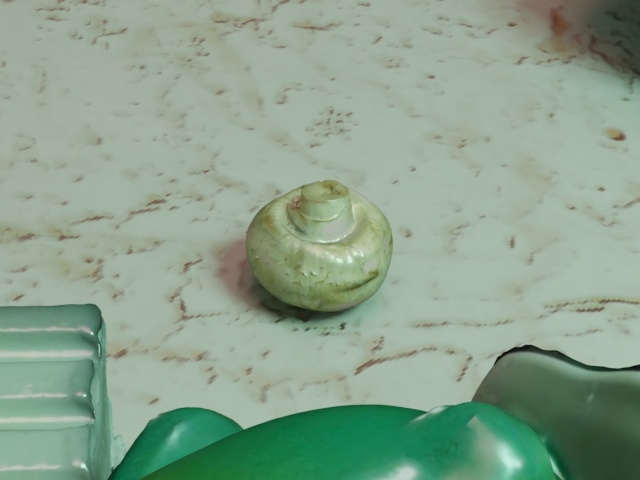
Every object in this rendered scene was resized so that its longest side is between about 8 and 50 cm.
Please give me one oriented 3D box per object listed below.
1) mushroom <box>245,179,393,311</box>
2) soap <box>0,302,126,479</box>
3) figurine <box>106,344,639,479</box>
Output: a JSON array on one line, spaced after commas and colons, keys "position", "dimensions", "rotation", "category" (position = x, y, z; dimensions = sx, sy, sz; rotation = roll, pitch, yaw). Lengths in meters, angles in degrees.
[{"position": [0.000, 0.000, 0.920], "dimensions": [0.083, 0.067, 0.083], "rotation": [-1, 32, 0], "category": "mushroom"}, {"position": [-0.220, 0.107, 0.757], "dimensions": [0.261, 0.094, 0.150], "rotation": [1, 43, -4], "category": "soap"}, {"position": [0.001, 0.171, 0.580], "dimensions": [0.340, 0.231, 0.323], "rotation": [-22, 43, -36], "category": "figurine"}]
